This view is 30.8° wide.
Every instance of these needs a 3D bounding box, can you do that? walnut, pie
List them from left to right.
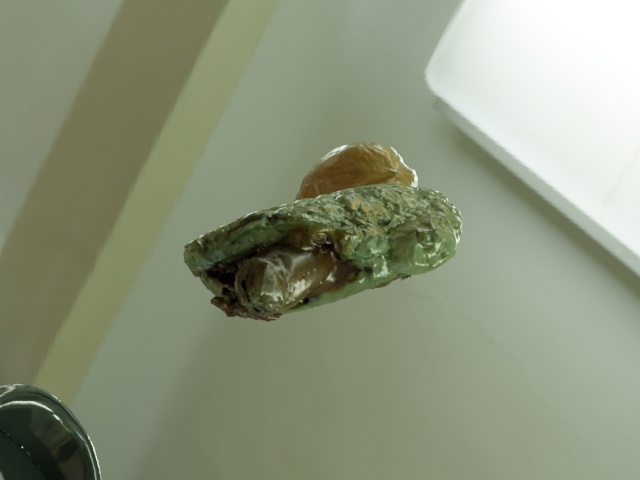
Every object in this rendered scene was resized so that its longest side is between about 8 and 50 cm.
[{"bbox_3d":[0.000,-0.002,1.135,0.257,0.274,0.105,-159,-123,-67],"label":"pie"},{"bbox_3d":[0.052,-0.049,1.562,0.207,0.159,0.159,139,-43,-58],"label":"walnut"}]

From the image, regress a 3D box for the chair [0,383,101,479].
[{"bbox_3d":[-0.211,0.165,0.564,0.221,0.104,0.095,-35,-156,-1],"label":"chair"}]
